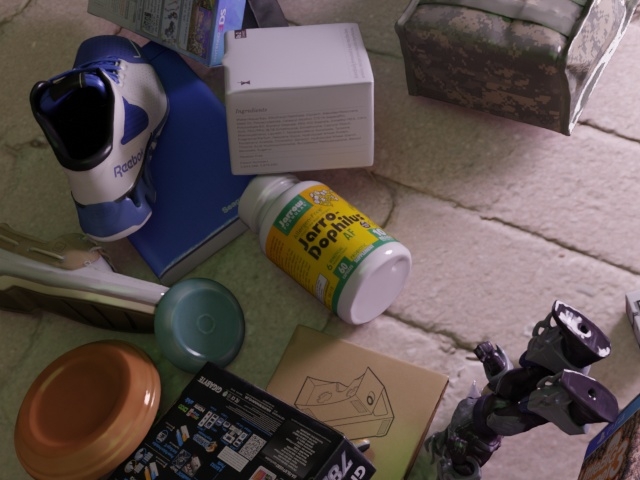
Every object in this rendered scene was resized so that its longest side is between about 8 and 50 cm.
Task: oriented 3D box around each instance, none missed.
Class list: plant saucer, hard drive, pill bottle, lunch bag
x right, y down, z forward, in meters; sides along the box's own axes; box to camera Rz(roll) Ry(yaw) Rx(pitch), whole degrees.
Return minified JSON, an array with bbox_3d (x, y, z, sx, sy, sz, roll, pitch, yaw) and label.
[{"bbox_3d":[-0.142,0.103,1.597,0.119,0.021,0.119,5,79,-26],"label":"plant saucer"},{"bbox_3d":[-0.210,-0.113,1.757,0.210,0.040,0.319,-37,61,-8],"label":"hard drive"},{"bbox_3d":[0.000,0.000,1.607,0.117,0.117,0.208,-44,62,-12],"label":"pill bottle"},{"bbox_3d":[0.266,-0.305,1.685,0.235,0.169,0.287,18,60,24],"label":"lunch bag"},{"bbox_3d":[-0.287,0.199,1.579,0.200,0.037,0.200,-17,46,18],"label":"plant saucer"}]

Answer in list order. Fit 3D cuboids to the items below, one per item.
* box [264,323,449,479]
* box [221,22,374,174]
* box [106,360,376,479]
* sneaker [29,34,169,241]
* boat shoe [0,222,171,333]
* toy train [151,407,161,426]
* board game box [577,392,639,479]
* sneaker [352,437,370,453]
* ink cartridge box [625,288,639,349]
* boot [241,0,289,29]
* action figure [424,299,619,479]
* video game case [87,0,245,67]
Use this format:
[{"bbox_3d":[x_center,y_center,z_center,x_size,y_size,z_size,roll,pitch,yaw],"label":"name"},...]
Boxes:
[{"bbox_3d":[0.029,0.200,1.551,0.201,0.021,0.164,18,68,21],"label":"box"},{"bbox_3d":[-0.030,-0.181,1.653,0.181,0.119,0.181,-4,33,-2],"label":"box"},{"bbox_3d":[-0.127,0.297,1.434,0.293,0.073,0.295,-52,34,-14],"label":"box"},{"bbox_3d":[-0.276,-0.174,1.661,0.127,0.182,0.316,-11,50,6],"label":"sneaker"},{"bbox_3d":[-0.312,0.042,1.658,0.302,0.113,0.103,10,66,15],"label":"boat shoe"},{"bbox_3d":[-0.222,0.234,1.587,0.017,0.024,0.083,27,71,24],"label":"toy train"},{"bbox_3d":[0.346,0.326,1.228,0.232,0.141,0.291,27,53,0],"label":"board game box"},{"bbox_3d":[0.027,0.259,1.494,0.083,0.032,0.037,-38,75,-1],"label":"sneaker"},{"bbox_3d":[0.372,0.088,1.518,0.028,0.048,0.083,-16,59,4],"label":"ink cartridge box"},{"bbox_3d":[-0.063,-0.320,1.815,0.189,0.076,0.209,-30,53,12],"label":"boot"},{"bbox_3d":[0.196,0.177,1.412,0.099,0.285,0.185,28,51,-18],"label":"action figure"},{"bbox_3d":[-0.197,-0.399,1.762,0.244,0.270,0.061,28,29,32],"label":"video game case"}]
